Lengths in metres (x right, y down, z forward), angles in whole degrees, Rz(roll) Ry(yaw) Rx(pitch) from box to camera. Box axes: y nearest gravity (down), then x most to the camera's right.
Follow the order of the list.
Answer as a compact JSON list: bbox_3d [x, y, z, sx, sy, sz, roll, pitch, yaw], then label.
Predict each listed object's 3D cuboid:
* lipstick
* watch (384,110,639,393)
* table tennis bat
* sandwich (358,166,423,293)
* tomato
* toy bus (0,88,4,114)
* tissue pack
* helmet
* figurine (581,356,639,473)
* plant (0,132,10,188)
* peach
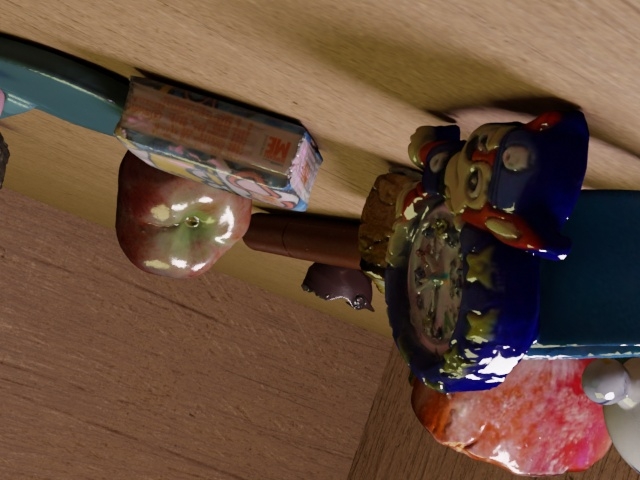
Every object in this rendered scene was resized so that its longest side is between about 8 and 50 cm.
[{"bbox_3d":[0.000,0.000,1.673,0.057,0.057,0.357,22,174,-28],"label":"lipstick"},{"bbox_3d":[0.154,0.016,0.864,0.200,0.171,0.196,6,180,-26],"label":"watch"},{"bbox_3d":[-0.265,-0.140,1.296,0.215,0.044,0.329,23,171,-30],"label":"table tennis bat"},{"bbox_3d":[0.164,0.032,1.221,0.249,0.095,0.273,19,175,9],"label":"sandwich"},{"bbox_3d":[0.253,0.144,1.661,0.309,0.170,0.309,14,-149,-9],"label":"tomato"},{"bbox_3d":[-0.360,-0.157,1.170,0.090,0.063,0.203,18,163,38],"label":"toy bus"},{"bbox_3d":[-0.084,-0.078,1.141,0.155,0.065,0.115,19,175,10],"label":"tissue pack"},{"bbox_3d":[0.034,0.061,2.080,0.123,0.070,0.098,14,-176,-27],"label":"helmet"},{"bbox_3d":[0.397,0.173,1.377,0.261,0.186,0.382,25,179,-2],"label":"figurine"},{"bbox_3d":[-0.543,-0.131,1.825,0.146,0.149,0.274,-2,168,28],"label":"plant"},{"bbox_3d":[-0.156,-0.041,1.422,0.152,0.152,0.152,19,175,2],"label":"peach"}]
